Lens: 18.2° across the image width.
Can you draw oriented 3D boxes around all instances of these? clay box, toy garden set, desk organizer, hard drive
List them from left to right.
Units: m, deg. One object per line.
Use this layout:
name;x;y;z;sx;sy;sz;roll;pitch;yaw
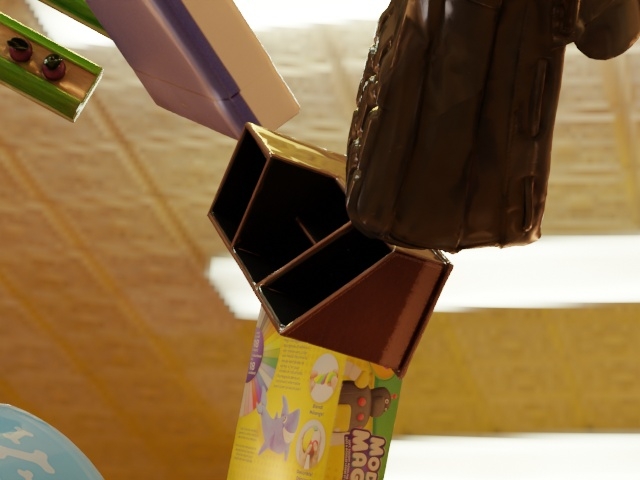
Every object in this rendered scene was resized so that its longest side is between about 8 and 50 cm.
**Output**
toy garden set;-0.198;-0.236;1.383;0.204;0.244;0.049;29;-18;1
hard drive;-0.140;-0.204;1.116;0.318;0.040;0.210;57;-11;-20
clay box;-0.002;0.110;1.314;0.053;0.222;0.127;16;-7;-30
desk organizer;0.000;0.000;0.751;0.050;0.047;0.130;18;14;-21

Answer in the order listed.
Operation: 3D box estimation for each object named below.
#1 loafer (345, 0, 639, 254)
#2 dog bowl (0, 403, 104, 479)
loafer;0.065;-0.087;0.619;0.078;0.076;0.223;10;-51;-7
dog bowl;-0.207;0.106;0.717;0.297;0.166;0.074;25;-1;26
